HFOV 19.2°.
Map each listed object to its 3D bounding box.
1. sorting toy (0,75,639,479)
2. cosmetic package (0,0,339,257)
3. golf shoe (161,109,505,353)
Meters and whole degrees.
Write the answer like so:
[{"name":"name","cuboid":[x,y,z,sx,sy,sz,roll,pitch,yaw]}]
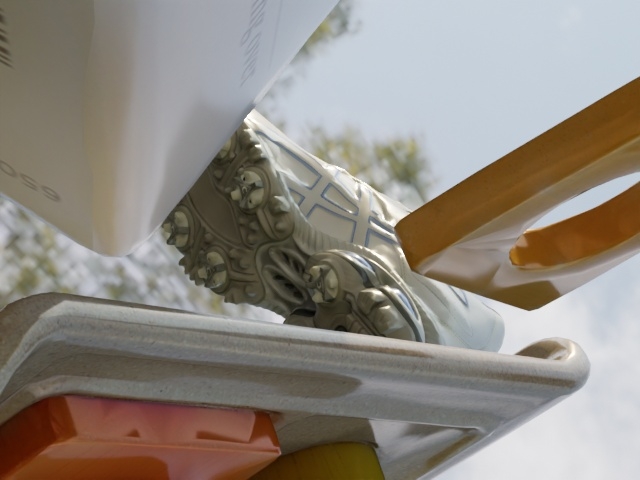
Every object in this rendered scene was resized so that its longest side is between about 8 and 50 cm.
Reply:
[{"name":"sorting toy","cuboid":[-0.049,0.076,0.421,0.347,0.196,0.047,-37,-115,32]},{"name":"cosmetic package","cuboid":[-0.062,-0.279,0.434,0.327,0.329,0.394,33,-111,9]},{"name":"golf shoe","cuboid":[0.000,0.000,0.746,0.176,0.086,0.069,50,-51,30]}]
